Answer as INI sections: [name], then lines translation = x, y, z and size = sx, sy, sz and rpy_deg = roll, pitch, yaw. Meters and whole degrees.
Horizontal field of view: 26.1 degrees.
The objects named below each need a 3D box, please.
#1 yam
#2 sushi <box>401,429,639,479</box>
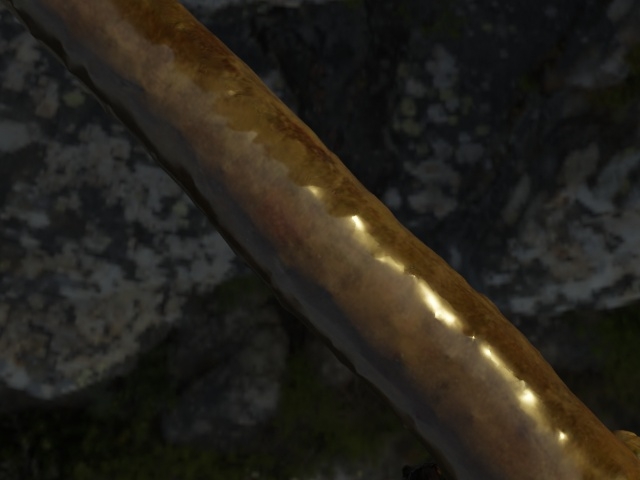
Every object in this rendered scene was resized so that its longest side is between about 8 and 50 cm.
[yam]
translation = 0.000, 0.000, 0.364
size = 0.327, 0.045, 0.045
rpy_deg = 46, 130, 10
[sushi]
translation = 0.132, 0.216, 0.731
size = 0.218, 0.225, 0.238
rpy_deg = -21, 116, 12
